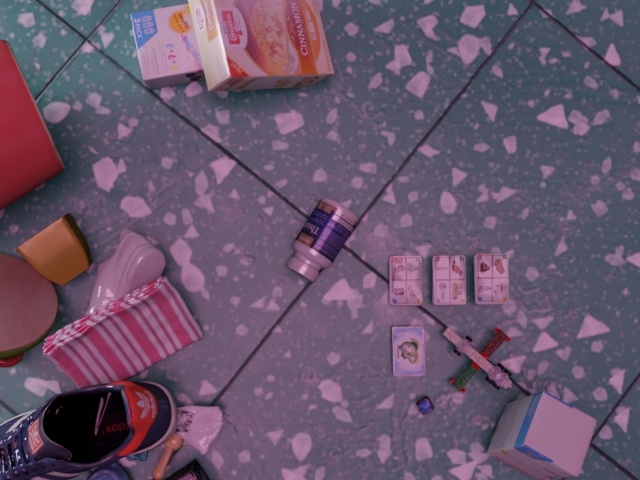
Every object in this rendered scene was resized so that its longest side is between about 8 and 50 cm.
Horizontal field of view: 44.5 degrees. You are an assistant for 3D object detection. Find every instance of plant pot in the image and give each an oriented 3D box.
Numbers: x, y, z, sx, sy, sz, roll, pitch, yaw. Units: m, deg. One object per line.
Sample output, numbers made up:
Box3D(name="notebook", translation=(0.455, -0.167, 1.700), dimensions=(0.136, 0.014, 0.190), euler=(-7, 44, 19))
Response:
Box3D(name="plant pot", translation=(-0.502, -0.142, 1.062), dimensions=(0.243, 0.275, 0.274), euler=(-25, 89, -14))
Box3D(name="plant pot", translation=(-0.379, 0.018, 1.142), dimensions=(0.081, 0.081, 0.083), euler=(-36, 101, -6))

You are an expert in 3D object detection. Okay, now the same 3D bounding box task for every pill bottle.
Box3D(name="pill bottle", translation=(0.000, 0.000, 1.177), dimensions=(0.067, 0.067, 0.120), euler=(32, 85, -2))

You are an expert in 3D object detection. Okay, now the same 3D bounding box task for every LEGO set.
Box3D(name="LEGO set", translation=(0.200, 0.144, 1.208), dimensions=(0.183, 0.060, 0.244), euler=(-2, 86, 7))

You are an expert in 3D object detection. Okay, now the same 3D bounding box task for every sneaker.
Box3D(name="sneaker", translation=(-0.309, 0.081, 1.153), dimensions=(0.094, 0.080, 0.212), euler=(38, 100, 32))
Box3D(name="sneaker", translation=(-0.378, 0.275, 1.066), dimensions=(0.350, 0.148, 0.131), euler=(-25, 71, 3))

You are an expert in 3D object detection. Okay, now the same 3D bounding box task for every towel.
Box3D(name="towel", translation=(-0.276, 0.145, 1.121), dimensions=(0.197, 0.144, 0.029), euler=(-29, 47, -6))

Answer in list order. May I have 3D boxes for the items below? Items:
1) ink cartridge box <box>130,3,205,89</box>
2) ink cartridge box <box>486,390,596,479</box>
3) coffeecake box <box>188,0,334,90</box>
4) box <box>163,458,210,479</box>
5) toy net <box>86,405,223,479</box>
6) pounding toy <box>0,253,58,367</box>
Box3D(name="ink cartridge box", translation=(-0.184, -0.300, 1.183), dimensions=(0.182, 0.061, 0.104), euler=(-12, 88, -6))
Box3D(name="ink cartridge box", translation=(0.320, 0.291, 1.157), dimensions=(0.092, 0.143, 0.089), euler=(29, 67, -2))
Box3D(name="coffeecake box", translation=(-0.085, -0.299, 1.145), dimensions=(0.186, 0.068, 0.142), euler=(-12, 87, -37))
Box3D(name="box", translation=(-0.219, 0.433, 1.129), dimensions=(0.180, 0.077, 0.147), euler=(-34, 90, -6))
Box3D(name="toy net", translation=(-0.253, 0.299, 1.156), dimensions=(0.232, 0.045, 0.122), euler=(-28, 69, -8))
Box3D(name="pounding toy", translation=(-0.498, 0.122, 1.104), dimensions=(0.237, 0.110, 0.183), euler=(-12, 52, -39))
